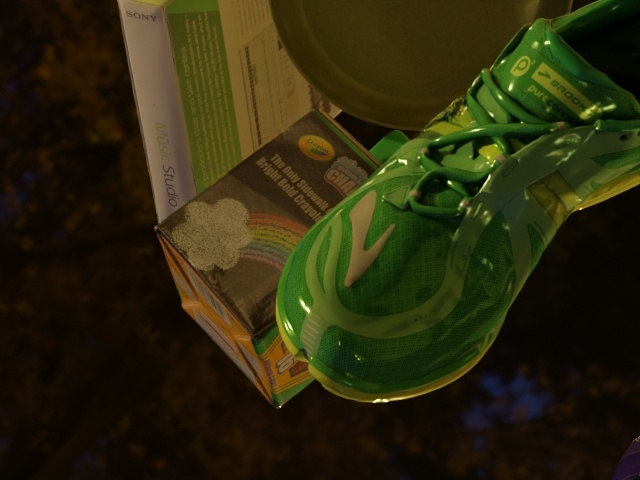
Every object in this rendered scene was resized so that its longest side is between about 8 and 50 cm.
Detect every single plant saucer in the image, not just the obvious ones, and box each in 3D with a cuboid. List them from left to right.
[{"bbox_3d":[0.078,-0.207,1.398,0.241,0.241,0.037,43,-172,0],"label":"plant saucer"}]

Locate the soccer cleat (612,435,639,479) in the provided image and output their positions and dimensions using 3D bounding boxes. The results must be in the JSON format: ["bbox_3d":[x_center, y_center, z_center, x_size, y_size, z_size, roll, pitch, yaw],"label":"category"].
[{"bbox_3d":[0.190,0.169,0.892,0.116,0.108,0.318,39,171,42],"label":"soccer cleat"}]

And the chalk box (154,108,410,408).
[{"bbox_3d":[0.000,0.000,1.394,0.132,0.213,0.132,46,164,27],"label":"chalk box"}]

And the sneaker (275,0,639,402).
[{"bbox_3d":[0.087,-0.042,0.847,0.109,0.295,0.123,38,153,22],"label":"sneaker"}]

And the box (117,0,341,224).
[{"bbox_3d":[-0.056,-0.182,1.621,0.058,0.232,0.322,13,-143,28],"label":"box"}]
